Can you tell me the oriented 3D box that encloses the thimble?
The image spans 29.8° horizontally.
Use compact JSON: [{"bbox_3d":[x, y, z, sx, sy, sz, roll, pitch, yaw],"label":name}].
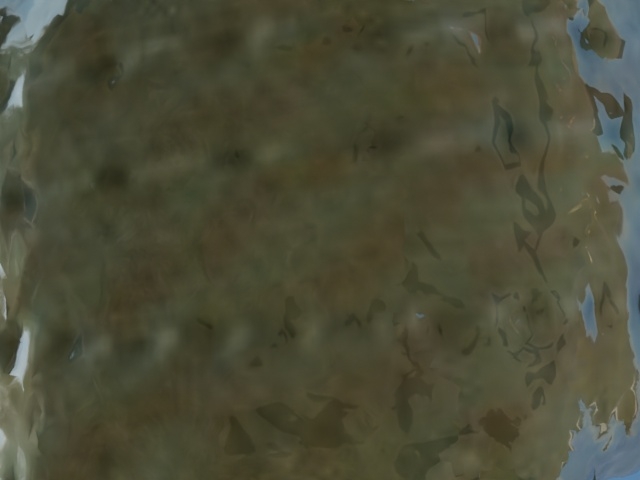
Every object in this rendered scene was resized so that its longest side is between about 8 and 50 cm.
[{"bbox_3d":[0.000,0.000,0.462,0.291,0.291,0.195,-5,-96,9],"label":"thimble"}]
